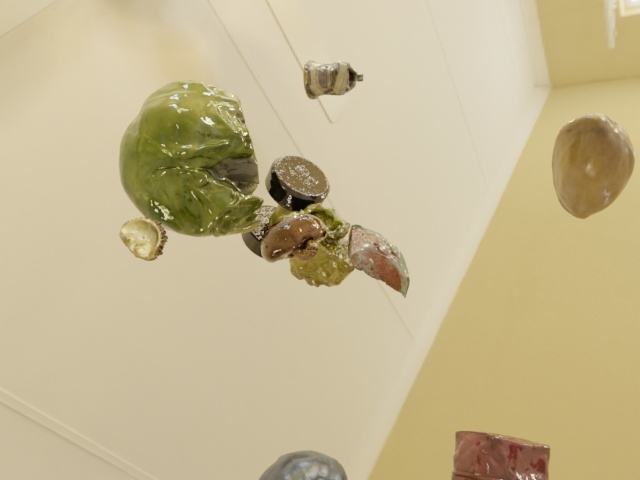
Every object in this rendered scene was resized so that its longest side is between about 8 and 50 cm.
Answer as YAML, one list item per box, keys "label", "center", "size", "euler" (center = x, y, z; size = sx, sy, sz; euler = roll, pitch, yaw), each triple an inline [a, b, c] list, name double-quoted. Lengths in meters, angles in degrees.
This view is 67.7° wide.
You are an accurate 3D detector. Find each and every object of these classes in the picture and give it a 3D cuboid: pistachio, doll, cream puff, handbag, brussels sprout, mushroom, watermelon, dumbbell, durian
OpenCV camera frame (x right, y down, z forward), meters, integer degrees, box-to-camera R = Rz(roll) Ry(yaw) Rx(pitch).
- label: "pistachio"
  center: [0.664, -0.185, 1.173]
  size: [0.162, 0.181, 0.293]
  euler: [-57, -36, -25]
- label: "doll"
  center: [-0.031, 0.489, 0.829]
  size: [0.228, 0.154, 0.259]
  euler: [-14, -58, -35]
- label: "cream puff"
  center: [-0.001, 0.000, 1.362]
  size: [0.281, 0.185, 0.282]
  euler: [39, -156, -21]
- label: "handbag"
  center: [0.403, 0.506, 1.062]
  size: [0.224, 0.146, 0.136]
  euler: [21, -114, -25]
- label: "brussels sprout"
  center: [-0.362, -0.206, 1.318]
  size: [0.360, 0.342, 0.426]
  euler: [-10, -96, -17]
- label: "mushroom"
  center: [-0.048, 0.003, 0.850]
  size: [0.127, 0.127, 0.087]
  euler: [-17, -97, -45]
- label: "watermelon"
  center: [0.112, 0.032, 0.967]
  size: [0.071, 0.187, 0.139]
  euler: [-53, -25, 22]
- label: "dumbbell"
  center: [-0.122, -0.103, 1.576]
  size: [0.203, 0.322, 0.204]
  euler: [18, -136, -18]
- label: "durian"
  center: [-0.317, -0.007, 0.868]
  size: [0.066, 0.130, 0.052]
  euler: [-7, -55, -47]

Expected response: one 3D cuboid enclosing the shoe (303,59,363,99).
- label: "shoe"
  center: [0.031, -0.382, 1.137]
  size: [0.180, 0.092, 0.089]
  euler: [-29, -56, -57]
